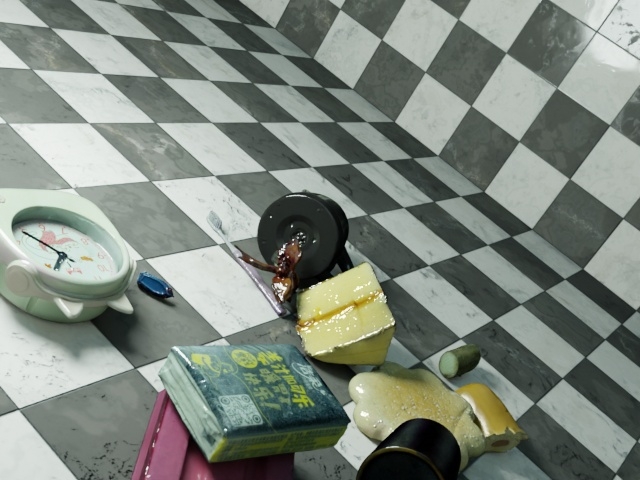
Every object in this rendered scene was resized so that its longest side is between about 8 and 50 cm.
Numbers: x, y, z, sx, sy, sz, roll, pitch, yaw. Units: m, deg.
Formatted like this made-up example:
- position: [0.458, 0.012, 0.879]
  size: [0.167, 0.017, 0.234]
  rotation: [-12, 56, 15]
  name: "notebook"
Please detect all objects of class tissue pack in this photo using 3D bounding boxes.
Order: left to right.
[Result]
- position: [-0.099, 0.244, 1.320]
  size: [0.257, 0.081, 0.185]
  rotation: [7, 33, -45]
  name: "tissue pack"

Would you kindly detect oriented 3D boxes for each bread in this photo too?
- position: [0.042, 0.154, 1.849]
  size: [0.178, 0.135, 0.240]
  rotation: [4, 35, -17]
  name: "bread"
- position: [0.200, 0.356, 1.762]
  size: [0.316, 0.054, 0.316]
  rotation: [18, 26, -9]
  name: "bread"
- position: [0.369, 0.391, 1.895]
  size: [0.134, 0.085, 0.173]
  rotation: [11, 31, -38]
  name: "bread"

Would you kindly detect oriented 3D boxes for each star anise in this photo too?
- position: [-0.116, 0.072, 1.918]
  size: [0.144, 0.140, 0.158]
  rotation: [1, 14, 9]
  name: "star anise"

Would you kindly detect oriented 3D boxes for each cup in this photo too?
- position: [0.171, 0.451, 1.530]
  size: [0.166, 0.239, 0.177]
  rotation: [-6, 7, 20]
  name: "cup"

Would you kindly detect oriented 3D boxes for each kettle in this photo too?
- position: [0.000, -0.017, 2.105]
  size: [0.250, 0.207, 0.271]
  rotation: [29, 16, 9]
  name: "kettle"

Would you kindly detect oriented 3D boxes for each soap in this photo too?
- position: [-0.159, 0.345, 1.304]
  size: [0.233, 0.128, 0.359]
  rotation: [26, 24, -11]
  name: "soap"

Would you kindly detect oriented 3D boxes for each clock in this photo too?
- position: [-0.477, 0.037, 1.538]
  size: [0.265, 0.108, 0.324]
  rotation: [1, 39, -51]
  name: "clock"

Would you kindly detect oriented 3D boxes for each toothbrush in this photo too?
- position: [-0.176, 0.047, 1.972]
  size: [0.024, 0.029, 0.354]
  rotation: [-10, 46, -37]
  name: "toothbrush"

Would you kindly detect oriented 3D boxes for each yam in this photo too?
- position: [0.341, 0.295, 2.073]
  size: [0.070, 0.070, 0.146]
  rotation: [44, 26, 26]
  name: "yam"

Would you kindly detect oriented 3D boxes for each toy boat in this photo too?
- position: [-0.329, 0.092, 1.702]
  size: [0.083, 0.038, 0.038]
  rotation: [31, 24, -1]
  name: "toy boat"
